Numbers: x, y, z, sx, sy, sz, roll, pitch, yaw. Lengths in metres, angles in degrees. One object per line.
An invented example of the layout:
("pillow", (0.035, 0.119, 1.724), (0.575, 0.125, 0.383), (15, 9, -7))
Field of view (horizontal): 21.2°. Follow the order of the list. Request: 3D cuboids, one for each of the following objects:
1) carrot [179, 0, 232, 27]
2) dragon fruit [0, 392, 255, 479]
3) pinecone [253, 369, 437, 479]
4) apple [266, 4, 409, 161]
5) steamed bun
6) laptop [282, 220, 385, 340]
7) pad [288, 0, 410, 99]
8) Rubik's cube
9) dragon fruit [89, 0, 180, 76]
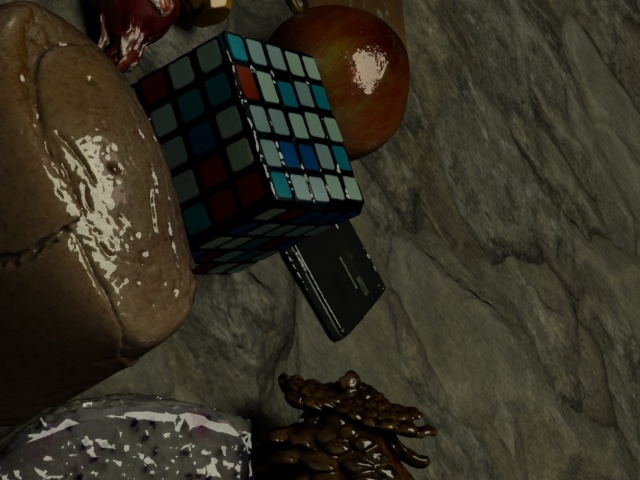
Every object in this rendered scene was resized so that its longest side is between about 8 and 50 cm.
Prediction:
("carrot", (-0.158, -0.365, 1.957), (0.070, 0.070, 0.260), (14, 55, -56))
("dragon fruit", (-0.189, 0.250, 1.281), (0.221, 0.204, 0.283), (13, 77, -25))
("pinecone", (0.020, 0.221, 1.686), (0.179, 0.150, 0.195), (13, 58, -2))
("apple", (0.022, -0.194, 2.050), (0.173, 0.160, 0.195), (-12, 65, -49))
("steamed bun", (-0.257, -0.015, 1.338), (0.199, 0.251, 0.301), (-21, 82, -52))
("laptop", (0.000, 0.000, 1.979), (0.207, 0.026, 0.154), (61, 27, -8))
("pad", (0.035, -0.356, 2.347), (0.284, 0.018, 0.287), (36, 40, -43))
("Rubik's cube", (-0.094, -0.080, 1.715), (0.184, 0.182, 0.187), (6, 62, -59))
("dragon fruit", (-0.192, -0.221, 1.767), (0.094, 0.094, 0.190), (36, 43, -42))
